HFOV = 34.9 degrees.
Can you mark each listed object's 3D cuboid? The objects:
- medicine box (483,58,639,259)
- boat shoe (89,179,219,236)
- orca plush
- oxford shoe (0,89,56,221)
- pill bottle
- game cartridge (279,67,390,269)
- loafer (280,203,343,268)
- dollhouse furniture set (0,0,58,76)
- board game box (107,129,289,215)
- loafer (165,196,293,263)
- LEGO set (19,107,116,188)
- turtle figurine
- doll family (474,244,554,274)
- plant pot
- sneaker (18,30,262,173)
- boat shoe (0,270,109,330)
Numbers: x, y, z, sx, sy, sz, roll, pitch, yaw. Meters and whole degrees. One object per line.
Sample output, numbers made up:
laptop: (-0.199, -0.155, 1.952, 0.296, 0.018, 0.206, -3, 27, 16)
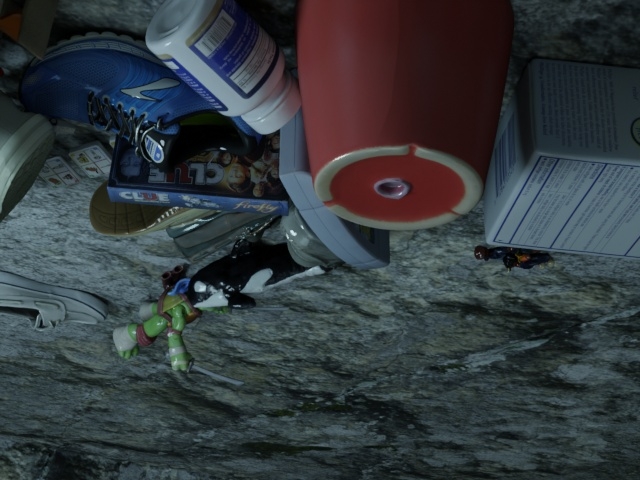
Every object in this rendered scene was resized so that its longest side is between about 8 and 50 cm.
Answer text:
medicine box: (0.392, -0.101, 1.387, 0.289, 0.149, 0.263, 5, 154, -3)
boat shoe: (-0.225, -0.067, 1.588, 0.302, 0.109, 0.098, -16, 163, 25)
orca plush: (-0.113, 0.041, 1.797, 0.287, 0.151, 0.102, -7, 121, 26)
oxford shoe: (-0.473, -0.093, 1.409, 0.130, 0.169, 0.449, 37, 154, -10)
pill bottle: (-0.109, -0.216, 1.228, 0.112, 0.112, 0.186, -18, 135, 36)
game cartridge: (0.028, -0.082, 1.420, 0.060, 0.196, 0.294, -8, 152, 24)
loafer: (0.000, 0.000, 1.570, 0.111, 0.112, 0.319, -33, 167, 13)
dollhouse furniture set: (-0.491, -0.258, 1.200, 0.261, 0.135, 0.259, -11, 150, 27)
board game box: (-0.158, -0.123, 1.397, 0.243, 0.165, 0.042, 4, 154, -2)
loafer: (-0.125, -0.030, 1.630, 0.267, 0.096, 0.084, -15, 108, 33)
LEGO set: (-0.369, -0.173, 1.486, 0.182, 0.060, 0.244, -15, 151, 10)
turtle figurine: (-0.256, 0.185, 1.995, 0.266, 0.198, 0.274, -15, 144, 40)
doll family: (0.340, 0.013, 1.702, 0.111, 0.076, 0.193, -4, 155, -30)
plant pot: (0.094, -0.161, 1.201, 0.274, 0.243, 0.275, 4, 154, 2)
sneaker: (-0.227, -0.173, 1.317, 0.329, 0.147, 0.130, 4, 148, -3)
boat shoe: (-0.561, 0.138, 2.059, 0.267, 0.088, 0.096, 22, 148, -31)
